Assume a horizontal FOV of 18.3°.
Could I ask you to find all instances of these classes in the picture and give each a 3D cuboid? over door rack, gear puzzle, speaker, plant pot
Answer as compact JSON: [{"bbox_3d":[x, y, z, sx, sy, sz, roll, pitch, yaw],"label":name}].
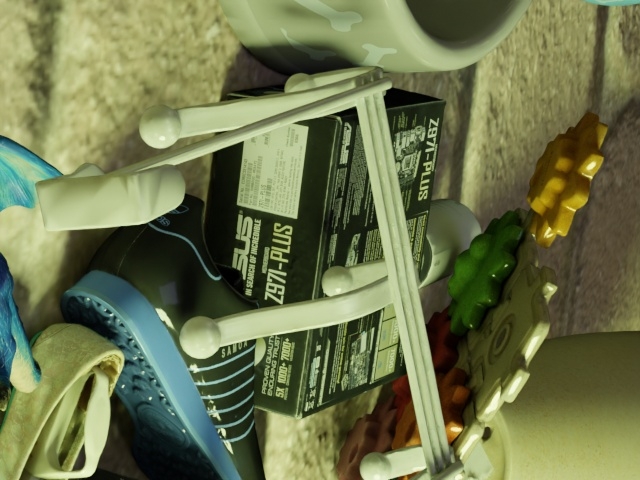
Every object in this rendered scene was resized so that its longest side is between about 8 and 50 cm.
[{"bbox_3d":[-0.037,0.053,0.951,0.324,0.108,0.239,-33,113,-65],"label":"over door rack"},{"bbox_3d":[0.086,0.064,1.248,0.339,0.044,0.175,-60,-167,25],"label":"gear puzzle"},{"bbox_3d":[0.066,0.003,1.319,0.136,0.055,0.055,-18,118,-71],"label":"speaker"},{"bbox_3d":[0.168,0.174,1.455,0.274,0.256,0.256,15,89,-47],"label":"plant pot"}]

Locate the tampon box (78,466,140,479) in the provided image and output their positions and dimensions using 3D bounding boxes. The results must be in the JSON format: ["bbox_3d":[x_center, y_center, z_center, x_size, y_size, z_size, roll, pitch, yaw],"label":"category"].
[{"bbox_3d":[-0.096,0.227,1.079,0.120,0.101,0.161,-55,146,-37],"label":"tampon box"}]

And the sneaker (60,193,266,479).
[{"bbox_3d":[-0.063,0.075,1.096,0.090,0.081,0.232,-51,143,-28],"label":"sneaker"}]

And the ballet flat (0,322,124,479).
[{"bbox_3d":[-0.143,0.123,0.996,0.057,0.052,0.168,31,75,-62],"label":"ballet flat"}]

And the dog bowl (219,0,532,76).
[{"bbox_3d":[0.059,-0.258,1.159,0.349,0.102,0.349,-38,135,-51],"label":"dog bowl"}]

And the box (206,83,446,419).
[{"bbox_3d":[0.000,0.000,1.187,0.147,0.077,0.180,-16,117,-60],"label":"box"}]

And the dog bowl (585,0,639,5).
[{"bbox_3d":[0.233,-0.300,1.421,0.074,0.166,0.297,63,46,-68],"label":"dog bowl"}]

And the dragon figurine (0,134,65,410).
[{"bbox_3d":[-0.165,-0.009,0.857,0.289,0.085,0.144,26,79,-61],"label":"dragon figurine"}]
